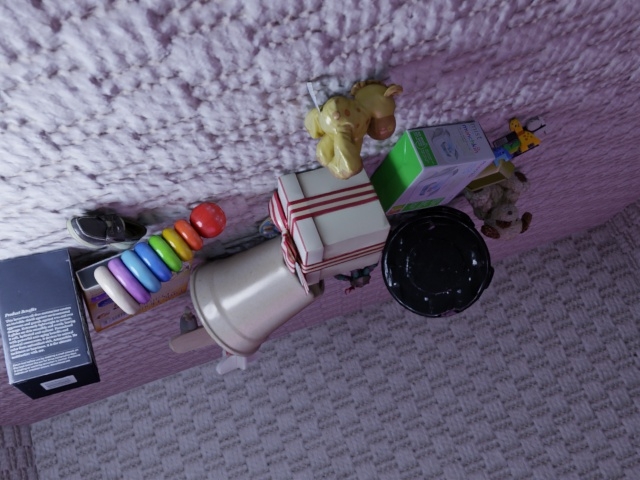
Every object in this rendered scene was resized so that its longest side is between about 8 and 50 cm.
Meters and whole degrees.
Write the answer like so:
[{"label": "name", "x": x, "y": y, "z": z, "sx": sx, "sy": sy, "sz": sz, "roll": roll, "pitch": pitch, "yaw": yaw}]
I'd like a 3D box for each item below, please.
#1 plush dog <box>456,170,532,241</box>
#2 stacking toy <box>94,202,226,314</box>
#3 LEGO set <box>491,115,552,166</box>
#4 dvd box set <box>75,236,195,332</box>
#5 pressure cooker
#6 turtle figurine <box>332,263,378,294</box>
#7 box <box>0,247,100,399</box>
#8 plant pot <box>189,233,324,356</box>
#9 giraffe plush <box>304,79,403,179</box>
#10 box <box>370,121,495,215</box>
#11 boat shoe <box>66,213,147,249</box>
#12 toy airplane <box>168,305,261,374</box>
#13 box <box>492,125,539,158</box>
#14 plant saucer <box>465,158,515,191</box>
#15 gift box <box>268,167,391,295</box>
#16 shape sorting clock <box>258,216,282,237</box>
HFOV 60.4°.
[{"label": "plush dog", "x": 0.632, "y": -0.101, "z": 1.979, "sx": 0.263, "sy": 0.225, "sz": 0.210, "roll": -14, "pitch": 162, "yaw": -19}, {"label": "stacking toy", "x": -0.372, "y": 0.024, "z": 1.335, "sx": 0.330, "sy": 0.141, "sz": 0.141, "roll": -41, "pitch": 167, "yaw": -15}, {"label": "LEGO set", "x": 0.541, "y": -0.292, "z": 1.563, "sx": 0.227, "sy": 0.093, "sz": 0.087, "roll": -29, "pitch": -168, "yaw": 12}, {"label": "dvd box set", "x": -0.521, "y": 0.123, "z": 1.581, "sx": 0.308, "sy": 0.062, "sz": 0.420, "roll": -25, "pitch": 166, "yaw": -25}, {"label": "pressure cooker", "x": 0.406, "y": 0.071, "z": 1.984, "sx": 0.376, "sy": 0.369, "sz": 0.420, "roll": -27, "pitch": 177, "yaw": 12}, {"label": "turtle figurine", "x": 0.138, "y": 0.114, "z": 2.017, "sx": 0.175, "sy": 0.118, "sz": 0.234, "roll": -27, "pitch": 166, "yaw": -16}, {"label": "box", "x": -0.685, "y": 0.219, "z": 1.386, "sx": 0.183, "sy": 0.293, "sz": 0.296, "roll": -12, "pitch": 161, "yaw": -22}, {"label": "plant pot", "x": -0.171, "y": 0.139, "z": 1.684, "sx": 0.306, "sy": 0.333, "sz": 0.334, "roll": -31, "pitch": 160, "yaw": 19}, {"label": "giraffe plush", "x": 0.077, "y": -0.245, "z": 1.104, "sx": 0.171, "sy": 0.181, "sz": 0.210, "roll": -26, "pitch": 130, "yaw": -15}, {"label": "box", "x": 0.296, "y": -0.194, "z": 1.502, "sx": 0.231, "sy": 0.126, "sz": 0.262, "roll": -10, "pitch": 159, "yaw": -23}, {"label": "boat shoe", "x": -0.475, "y": -0.028, "z": 1.242, "sx": 0.074, "sy": 0.080, "sz": 0.223, "roll": -31, "pitch": 167, "yaw": 10}, {"label": "toy airplane", "x": -0.337, "y": 0.298, "z": 2.057, "sx": 0.384, "sy": 0.272, "sz": 0.386, "roll": -50, "pitch": 146, "yaw": -5}, {"label": "box", "x": 0.601, "y": -0.295, "z": 1.689, "sx": 0.116, "sy": 0.029, "sz": 0.162, "roll": -26, "pitch": 161, "yaw": 22}, {"label": "plant saucer", "x": 0.528, "y": -0.209, "z": 1.791, "sx": 0.188, "sy": 0.045, "sz": 0.188, "roll": -18, "pitch": 166, "yaw": 28}, {"label": "gift box", "x": 0.013, "y": -0.024, "z": 1.452, "sx": 0.259, "sy": 0.255, "sz": 0.276, "roll": -15, "pitch": 150, "yaw": -12}, {"label": "shape sorting clock", "x": -0.084, "y": -0.051, "z": 1.656, "sx": 0.207, "sy": 0.040, "sz": 0.206, "roll": -18, "pitch": 163, "yaw": -6}]
